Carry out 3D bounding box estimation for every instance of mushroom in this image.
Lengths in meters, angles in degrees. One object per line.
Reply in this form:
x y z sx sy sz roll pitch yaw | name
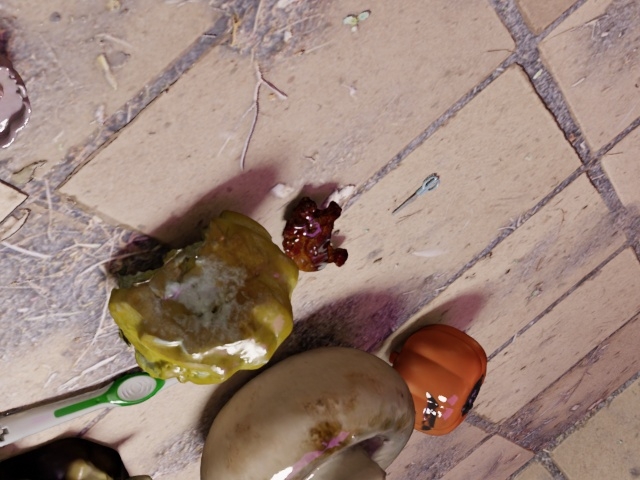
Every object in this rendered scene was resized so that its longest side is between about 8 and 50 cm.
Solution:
-0.003 0.336 2.065 0.362 0.294 0.362 -32 154 -17 | mushroom

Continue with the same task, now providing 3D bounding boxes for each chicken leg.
-0.005 0.003 1.774 0.089 0.048 0.219 -31 155 -8 | chicken leg

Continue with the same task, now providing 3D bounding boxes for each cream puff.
-0.126 0.084 1.613 0.221 0.194 0.194 -31 155 -5 | cream puff

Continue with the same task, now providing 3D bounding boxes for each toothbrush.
-0.254 0.198 1.787 0.418 0.042 0.040 -15 179 -42 | toothbrush

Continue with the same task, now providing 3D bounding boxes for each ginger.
-0.386 0.457 1.873 0.358 0.211 0.413 -40 156 10 | ginger

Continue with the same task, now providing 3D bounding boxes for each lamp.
0.190 0.232 2.316 0.187 0.164 0.187 -55 162 -27 | lamp

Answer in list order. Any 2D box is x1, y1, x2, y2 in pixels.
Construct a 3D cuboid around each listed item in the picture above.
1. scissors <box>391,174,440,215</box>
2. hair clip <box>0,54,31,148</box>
0.132 -0.061 1.898 0.083 0.006 0.036 -40 154 5 | scissors
-0.371 -0.048 1.160 0.300 0.069 0.173 -52 155 8 | hair clip
